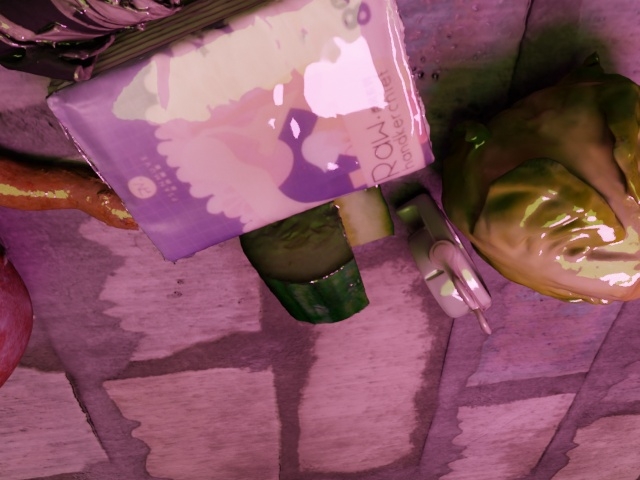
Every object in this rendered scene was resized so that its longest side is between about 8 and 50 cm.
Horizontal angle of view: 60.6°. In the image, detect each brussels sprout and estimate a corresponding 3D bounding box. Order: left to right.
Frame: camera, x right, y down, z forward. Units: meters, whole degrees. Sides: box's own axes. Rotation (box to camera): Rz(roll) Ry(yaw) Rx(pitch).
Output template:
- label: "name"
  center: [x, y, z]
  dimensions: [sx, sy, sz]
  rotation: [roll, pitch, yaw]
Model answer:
- label: "brussels sprout"
  center: [0.288, -0.065, 0.644]
  dimensions: [0.259, 0.294, 0.227]
  rotation: [-42, 156, -2]

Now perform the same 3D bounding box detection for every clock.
- label: "clock"
  center: [0.173, 0.036, 0.743]
  dimensions: [0.062, 0.191, 0.151]
  rotation: [-30, 129, 15]

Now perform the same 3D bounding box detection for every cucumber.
- label: "cucumber"
  center: [-0.009, 0.004, 0.695]
  dimensions: [0.191, 0.191, 0.130]
  rotation: [-24, 130, 10]

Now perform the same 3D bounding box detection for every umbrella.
- label: "umbrella"
  center: [-0.294, -0.192, 0.502]
  dimensions: [0.358, 0.113, 0.106]
  rotation: [-11, 126, 14]

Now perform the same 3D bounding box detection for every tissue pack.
- label: "tissue pack"
  center: [-0.067, -0.138, 0.591]
  dimensions: [0.344, 0.125, 0.242]
  rotation: [-20, 130, 6]

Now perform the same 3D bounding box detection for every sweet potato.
- label: "sweet potato"
  center: [-0.351, -0.067, 0.637]
  dimensions: [0.282, 0.067, 0.059]
  rotation: [11, 128, -20]

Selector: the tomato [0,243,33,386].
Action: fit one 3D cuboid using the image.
- label: "tomato"
  center: [-0.497, 0.087, 0.612]
  dimensions: [0.317, 0.282, 0.316]
  rotation: [9, 139, 8]
